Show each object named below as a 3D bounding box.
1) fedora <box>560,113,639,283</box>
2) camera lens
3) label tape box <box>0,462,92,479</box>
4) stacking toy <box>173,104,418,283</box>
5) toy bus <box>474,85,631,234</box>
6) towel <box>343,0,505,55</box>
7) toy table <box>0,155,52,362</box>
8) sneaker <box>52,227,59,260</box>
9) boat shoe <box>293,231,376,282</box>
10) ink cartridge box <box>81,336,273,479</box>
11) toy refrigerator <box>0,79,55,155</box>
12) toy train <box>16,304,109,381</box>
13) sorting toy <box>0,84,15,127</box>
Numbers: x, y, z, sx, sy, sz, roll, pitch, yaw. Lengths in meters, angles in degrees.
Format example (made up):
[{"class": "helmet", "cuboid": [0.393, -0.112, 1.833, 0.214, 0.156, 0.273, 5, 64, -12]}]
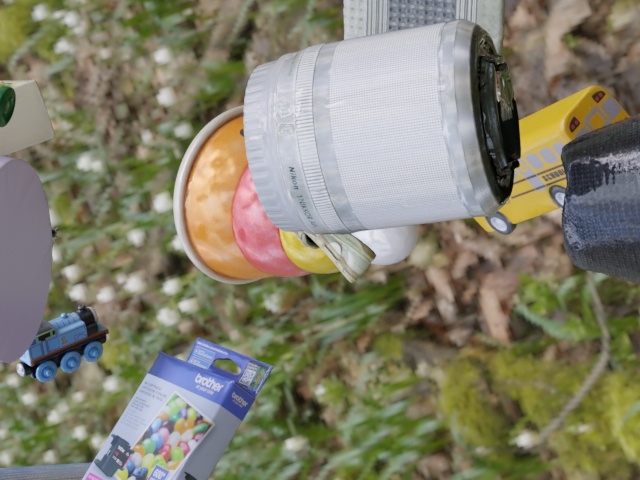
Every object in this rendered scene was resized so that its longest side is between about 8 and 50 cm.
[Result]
[{"class": "fedora", "cuboid": [0.377, -0.048, 1.604, 0.334, 0.152, 0.334, -6, -90, -70]}, {"class": "camera lens", "cuboid": [0.076, -0.123, 1.474, 0.219, 0.274, 0.219, -7, -90, -72]}, {"class": "label tape box", "cuboid": [-0.395, 0.433, 2.095, 0.348, 0.249, 0.115, 1, 88, 57]}, {"class": "stacking toy", "cuboid": [-0.002, -0.051, 2.383, 0.480, 0.350, 0.350, 15, 135, 43]}, {"class": "toy bus", "cuboid": [0.320, -0.110, 1.906, 0.130, 0.108, 0.333, 46, 156, -10]}, {"class": "towel", "cuboid": [0.181, -0.476, 2.276, 0.056, 0.312, 0.324, -39, -45, -55]}, {"class": "toy table", "cuboid": [-0.462, 0.014, 1.689, 0.252, 0.161, 0.274, -25, -55, -67]}, {"class": "sneaker", "cuboid": [-0.534, 0.005, 2.576, 0.038, 0.069, 0.098, 27, 165, 4]}, {"class": "boat shoe", "cuboid": [0.001, 0.001, 1.590, 0.153, 0.048, 0.056, 31, 174, 37]}, {"class": "ink cartridge box", "cuboid": [-0.214, 0.278, 1.862, 0.186, 0.311, 0.065, 15, 156, 47]}, {"class": "toy refrigerator", "cuboid": [-0.484, -0.182, 1.902, 0.269, 0.102, 0.094, 12, 122, 61]}, {"class": "toy train", "cuboid": [-0.473, 0.184, 2.386, 0.080, 0.184, 0.105, 25, 128, 45]}, {"class": "sorting toy", "cuboid": [-0.393, -0.106, 1.323, 0.274, 0.046, 0.132, -13, -62, -81]}]
